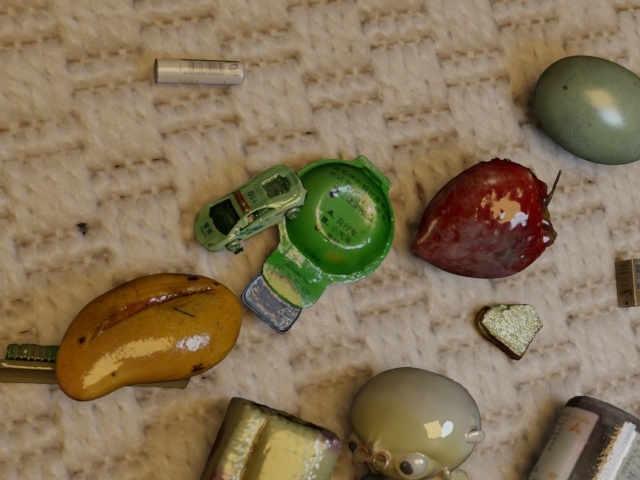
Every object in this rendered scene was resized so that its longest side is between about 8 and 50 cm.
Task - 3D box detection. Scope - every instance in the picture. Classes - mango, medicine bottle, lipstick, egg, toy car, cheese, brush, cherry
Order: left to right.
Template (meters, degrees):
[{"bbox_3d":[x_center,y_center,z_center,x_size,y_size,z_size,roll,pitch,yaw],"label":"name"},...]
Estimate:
[{"bbox_3d":[-0.331,0.189,1.521,0.282,0.054,0.048,6,56,-18],"label":"brush"},{"bbox_3d":[-0.246,0.131,1.488,0.295,0.120,0.177,-16,51,-36],"label":"mango"},{"bbox_3d":[-0.190,-0.266,1.626,0.141,0.040,0.040,-2,84,-17],"label":"lipstick"},{"bbox_3d":[-0.110,-0.048,1.581,0.186,0.058,0.093,-29,64,-1],"label":"toy car"},{"bbox_3d":[0.000,0.000,1.629,0.204,0.083,0.320,42,71,-10],"label":"cheese"},{"bbox_3d":[0.260,-0.029,1.664,0.250,0.192,0.175,-23,53,-9],"label":"cherry"},{"bbox_3d":[0.420,0.404,1.667,0.165,0.165,0.273,34,77,-10],"label":"medicine bottle"},{"bbox_3d":[0.474,-0.221,1.756,0.236,0.169,0.169,25,77,-18],"label":"egg"}]

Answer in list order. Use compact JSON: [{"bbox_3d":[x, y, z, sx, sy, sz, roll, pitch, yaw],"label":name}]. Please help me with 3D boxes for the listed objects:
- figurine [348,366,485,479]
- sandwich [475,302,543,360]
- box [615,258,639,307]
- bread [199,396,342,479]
[{"bbox_3d":[0.141,0.400,1.589,0.274,0.226,0.394,22,81,-43],"label":"figurine"},{"bbox_3d":[0.316,0.139,1.733,0.105,0.036,0.093,33,76,-9],"label":"sandwich"},{"bbox_3d":[0.542,0.075,1.802,0.024,0.053,0.083,-2,85,-18],"label":"box"},{"bbox_3d":[-0.106,0.412,1.508,0.187,0.155,0.338,21,80,-5],"label":"bread"}]
